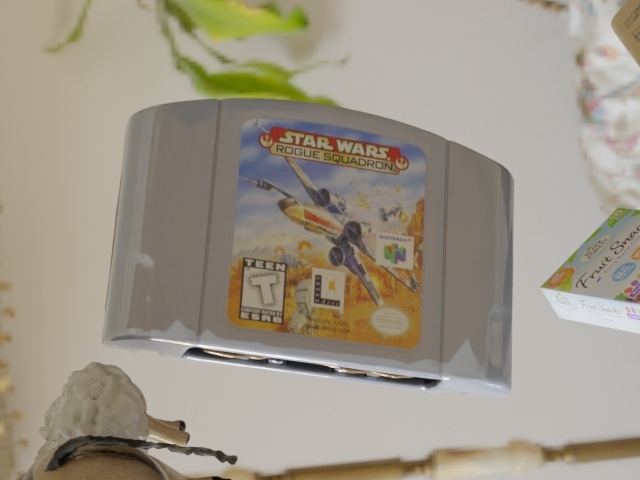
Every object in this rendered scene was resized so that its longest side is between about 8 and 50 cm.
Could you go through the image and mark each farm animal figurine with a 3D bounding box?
[{"bbox_3d":[-0.158,0.255,0.834,0.330,0.172,0.326,28,100,65],"label":"farm animal figurine"}]

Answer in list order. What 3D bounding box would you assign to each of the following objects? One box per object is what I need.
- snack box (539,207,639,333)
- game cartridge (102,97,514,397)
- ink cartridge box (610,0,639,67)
[{"bbox_3d":[0.247,0.023,1.090,0.037,0.100,0.141,55,161,-20],"label":"snack box"},{"bbox_3d":[0.000,0.000,1.038,0.062,0.297,0.198,140,136,-68],"label":"game cartridge"},{"bbox_3d":[0.365,-0.189,1.126,0.234,0.088,0.193,-50,44,29],"label":"ink cartridge box"}]
